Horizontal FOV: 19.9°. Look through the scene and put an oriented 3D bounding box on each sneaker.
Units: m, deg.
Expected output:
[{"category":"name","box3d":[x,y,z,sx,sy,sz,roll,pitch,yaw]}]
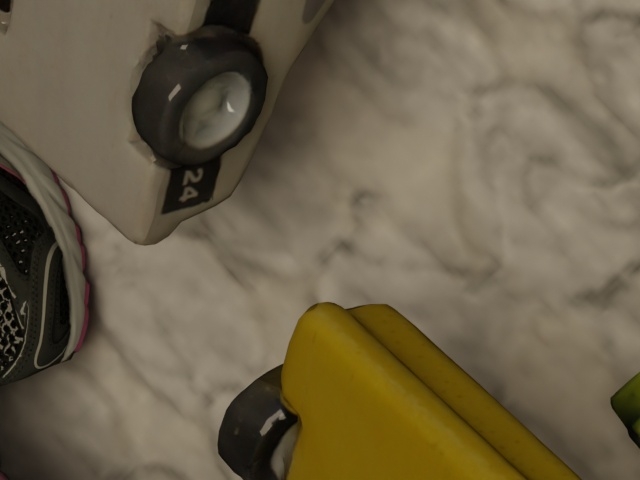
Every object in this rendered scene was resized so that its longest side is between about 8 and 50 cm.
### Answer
[{"category":"sneaker","box3d":[-0.138,-0.031,0.537,0.072,0.077,0.178,-34,80,16]}]

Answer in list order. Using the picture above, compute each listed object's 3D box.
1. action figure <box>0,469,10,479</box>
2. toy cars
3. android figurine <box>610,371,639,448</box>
[{"category":"action figure","box3d":[-0.193,0.152,0.383,0.248,0.370,0.276,30,113,19]},{"category":"toy cars","box3d":[0.000,0.000,0.468,0.176,0.087,0.394,-9,97,51]},{"category":"android figurine","box3d":[0.211,0.000,0.439,0.273,0.056,0.248,-41,78,15]}]
